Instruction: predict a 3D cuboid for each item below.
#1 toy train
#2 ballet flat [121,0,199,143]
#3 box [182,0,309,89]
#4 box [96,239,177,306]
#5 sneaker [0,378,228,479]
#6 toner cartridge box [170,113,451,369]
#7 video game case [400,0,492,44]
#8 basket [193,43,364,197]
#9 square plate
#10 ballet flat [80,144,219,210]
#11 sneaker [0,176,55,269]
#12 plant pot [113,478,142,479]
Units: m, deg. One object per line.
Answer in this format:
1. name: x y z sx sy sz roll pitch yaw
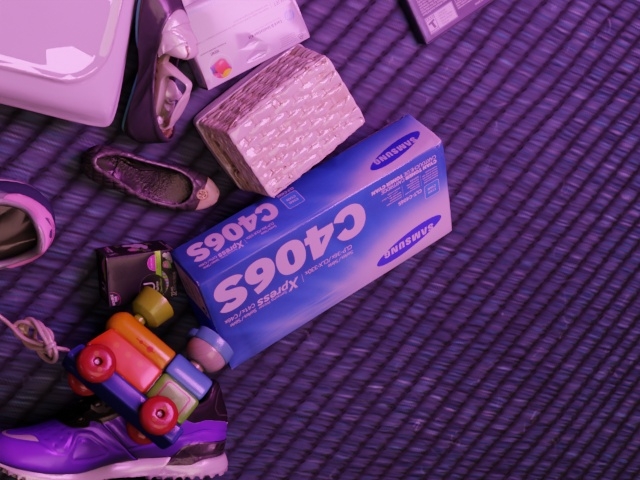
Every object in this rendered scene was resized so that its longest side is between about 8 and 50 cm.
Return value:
1. toy train: -0.226 0.106 1.129 0.248 0.105 0.143 41 63 -3
2. ballet flat: -0.171 -0.198 1.118 0.074 0.074 0.203 0 120 -26
3. box: -0.112 -0.291 1.168 0.145 0.038 0.186 -31 113 -15
4. box: -0.217 0.038 1.190 0.083 0.052 0.062 -7 105 -24
5. sneaker: -0.246 0.208 1.201 0.293 0.102 0.146 4 94 -30
6. toner cartridge box: 0.000 0.000 1.243 0.348 0.075 0.165 -32 140 -16
7. video game case: 0.150 -0.417 1.273 0.196 0.026 0.274 -35 114 -14
8. basket: -0.046 -0.143 1.200 0.167 0.103 0.113 -41 117 -13
9. square plate: -0.308 -0.307 0.979 0.344 0.049 0.347 10 98 -40
10. ballet flat: -0.197 -0.067 1.175 0.173 0.049 0.057 14 97 -28
11. sneaker: -0.431 -0.007 1.029 0.319 0.131 0.112 -12 108 -23
12. plant pot: -0.218 0.405 1.185 0.293 0.196 0.293 -16 121 -28
